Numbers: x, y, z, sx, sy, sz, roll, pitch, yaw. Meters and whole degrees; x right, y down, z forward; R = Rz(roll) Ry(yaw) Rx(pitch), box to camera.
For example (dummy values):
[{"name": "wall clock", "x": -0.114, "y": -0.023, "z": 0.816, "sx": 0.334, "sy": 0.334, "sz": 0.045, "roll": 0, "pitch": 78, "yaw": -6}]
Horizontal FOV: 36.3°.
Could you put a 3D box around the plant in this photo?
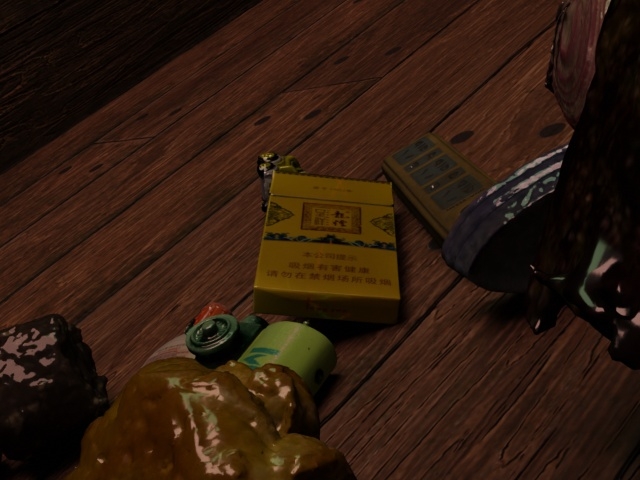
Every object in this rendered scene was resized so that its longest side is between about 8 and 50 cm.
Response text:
[{"name": "plant", "x": -0.375, "y": 0.198, "z": 1.086, "sx": 0.275, "sy": 0.149, "sz": 0.146, "roll": -33, "pitch": 60, "yaw": -4}]

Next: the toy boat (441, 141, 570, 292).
[{"name": "toy boat", "x": 0.249, "y": -0.027, "z": 0.908, "sx": 0.283, "sy": 0.127, "sz": 0.078, "roll": -22, "pitch": 29, "yaw": 7}]

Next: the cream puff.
[{"name": "cream puff", "x": -0.083, "y": 0.200, "z": 0.693, "sx": 0.196, "sy": 0.244, "sz": 0.244, "roll": -3, "pitch": 11, "yaw": -28}]

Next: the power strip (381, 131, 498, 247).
[{"name": "power strip", "x": 0.154, "y": -0.051, "z": 1.143, "sx": 0.092, "sy": 0.066, "sz": 0.387, "roll": -30, "pitch": 23, "yaw": 0}]

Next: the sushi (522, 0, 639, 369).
[{"name": "sushi", "x": 0.299, "y": -0.037, "z": 0.575, "sx": 0.300, "sy": 0.294, "sz": 0.281, "roll": 18, "pitch": 11, "yaw": 7}]

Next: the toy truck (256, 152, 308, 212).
[{"name": "toy truck", "x": -0.053, "y": -0.086, "z": 1.451, "sx": 0.077, "sy": 0.076, "sz": 0.111, "roll": -6, "pitch": 24, "yaw": -1}]

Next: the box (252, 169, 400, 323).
[{"name": "box", "x": 0.010, "y": 0.001, "z": 1.123, "sx": 0.153, "sy": 0.040, "sz": 0.279, "roll": 4, "pitch": 30, "yaw": 0}]

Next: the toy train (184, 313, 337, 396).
[{"name": "toy train", "x": -0.087, "y": 0.163, "z": 0.924, "sx": 0.157, "sy": 0.105, "sz": 0.253, "roll": 3, "pitch": 34, "yaw": 31}]

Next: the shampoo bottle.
[{"name": "shampoo bottle", "x": -0.159, "y": 0.148, "z": 1.078, "sx": 0.108, "sy": 0.051, "sz": 0.221, "roll": -17, "pitch": 24, "yaw": 33}]

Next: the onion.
[{"name": "onion", "x": 0.365, "y": -0.186, "z": 1.006, "sx": 0.256, "sy": 0.272, "sz": 0.230, "roll": -26, "pitch": 38, "yaw": -3}]
